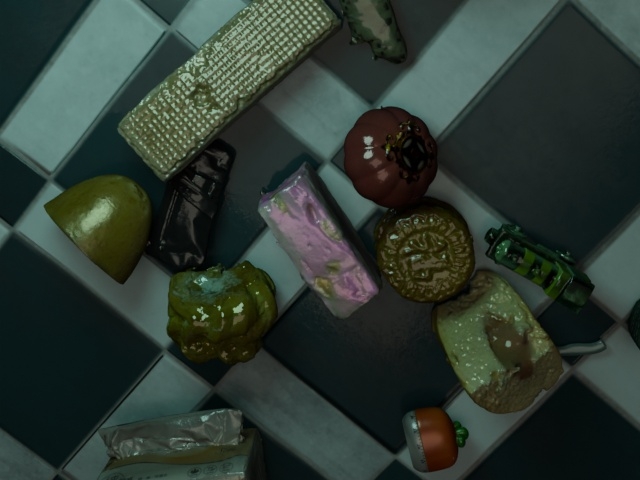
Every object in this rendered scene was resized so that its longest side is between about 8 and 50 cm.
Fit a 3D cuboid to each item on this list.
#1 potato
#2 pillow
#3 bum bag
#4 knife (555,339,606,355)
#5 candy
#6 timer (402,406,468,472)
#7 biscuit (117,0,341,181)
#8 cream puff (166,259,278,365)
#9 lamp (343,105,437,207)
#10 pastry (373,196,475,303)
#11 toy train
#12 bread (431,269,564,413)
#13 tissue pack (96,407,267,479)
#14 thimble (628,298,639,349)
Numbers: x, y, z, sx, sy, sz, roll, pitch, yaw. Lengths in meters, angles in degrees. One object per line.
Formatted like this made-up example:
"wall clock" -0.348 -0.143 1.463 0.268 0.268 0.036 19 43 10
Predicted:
"potato" -0.382 -0.041 1.673 0.158 0.178 0.203 -42 61 -1
"pillow" 0.074 -0.412 1.588 0.093 0.051 0.241 -21 105 4
"bum bag" -0.246 -0.071 1.702 0.123 0.060 0.248 17 105 0
"knife" 0.444 0.213 1.764 0.210 0.015 0.028 -6 110 7
"candy" 0.000 0.000 1.657 0.115 0.155 0.265 -33 102 9
"timer" 0.227 0.385 1.787 0.136 0.099 0.136 -3 114 -7
"biscuit" -0.164 -0.288 1.600 0.426 0.078 0.144 -41 92 6
"cream puff" -0.181 0.150 1.707 0.221 0.195 0.195 -7 105 10
"lamp" 0.119 -0.146 1.614 0.182 0.140 0.182 5 80 -34
"pastry" 0.191 0.016 1.677 0.188 0.103 0.189 1 105 3
"toy train" 0.392 0.043 1.658 0.200 0.132 0.083 26 105 -6
"bread" 0.338 0.211 1.728 0.183 0.224 0.211 -36 135 6
"tissue pack" -0.275 0.446 1.773 0.305 0.238 0.239 -9 105 7
"thimble" 0.643 0.157 1.697 0.118 0.090 0.135 34 107 -4
